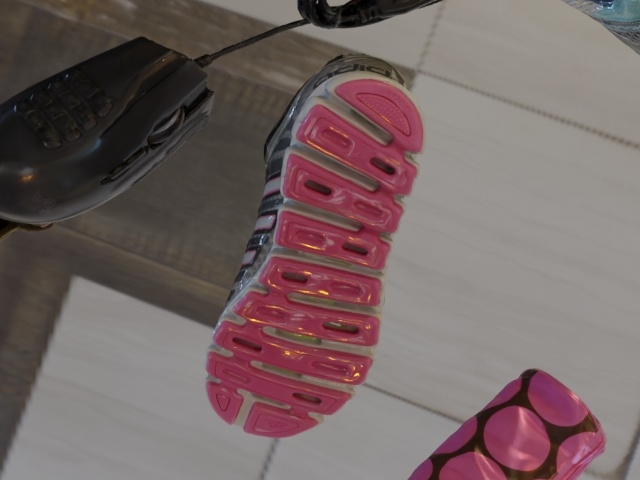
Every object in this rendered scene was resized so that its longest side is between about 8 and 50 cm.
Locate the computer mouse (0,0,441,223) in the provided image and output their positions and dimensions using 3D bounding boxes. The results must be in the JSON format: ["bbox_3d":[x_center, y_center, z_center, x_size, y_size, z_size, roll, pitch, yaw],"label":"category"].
[{"bbox_3d":[-0.037,-0.067,0.655,0.242,0.071,0.041,-27,56,-3],"label":"computer mouse"}]

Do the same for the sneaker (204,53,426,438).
[{"bbox_3d":[0.000,0.000,0.609,0.063,0.075,0.170,15,120,-4],"label":"sneaker"}]

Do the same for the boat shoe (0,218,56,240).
[{"bbox_3d":[-0.262,-0.053,1.379,0.307,0.110,0.104,-34,79,-14],"label":"boat shoe"}]

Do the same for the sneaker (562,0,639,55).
[{"bbox_3d":[0.154,-0.227,1.055,0.283,0.122,0.110,37,103,28],"label":"sneaker"}]

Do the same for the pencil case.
[{"bbox_3d":[0.127,0.187,1.158,0.098,0.095,0.209,13,46,46],"label":"pencil case"}]
